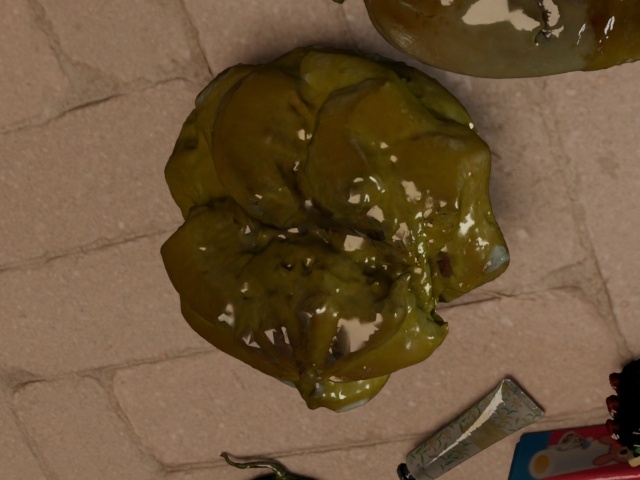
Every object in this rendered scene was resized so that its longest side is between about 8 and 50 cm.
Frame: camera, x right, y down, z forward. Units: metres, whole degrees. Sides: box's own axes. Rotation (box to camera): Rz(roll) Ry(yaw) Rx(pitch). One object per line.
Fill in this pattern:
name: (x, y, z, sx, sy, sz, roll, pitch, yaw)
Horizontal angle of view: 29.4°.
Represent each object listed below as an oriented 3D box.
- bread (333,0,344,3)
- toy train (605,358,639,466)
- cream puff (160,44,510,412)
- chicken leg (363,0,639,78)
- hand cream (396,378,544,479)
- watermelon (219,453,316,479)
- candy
bread: (0.006, -0.280, 1.147, 0.074, 0.084, 0.139, 28, 126, 1)
toy train: (0.340, 0.185, 1.268, 0.050, 0.138, 0.087, -34, 109, 30)
cream puff: (0.000, 0.000, 1.203, 0.378, 0.275, 0.378, 10, 121, 17)
chicken leg: (0.245, -0.204, 1.082, 0.429, 0.153, 0.201, 11, 135, 5)
hand cream: (0.167, 0.230, 1.419, 0.067, 0.042, 0.194, 46, 120, -8)
watermelon: (-0.048, 0.407, 1.554, 0.204, 0.127, 0.232, 8, 117, 20)
candy: (0.373, 0.286, 1.340, 0.305, 0.100, 0.157, -11, 116, 27)
